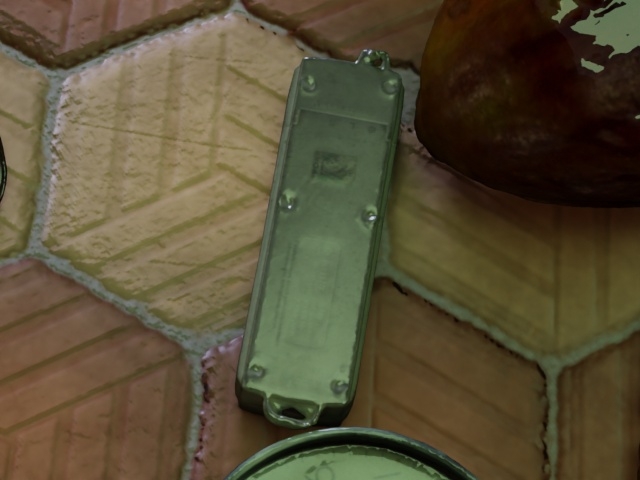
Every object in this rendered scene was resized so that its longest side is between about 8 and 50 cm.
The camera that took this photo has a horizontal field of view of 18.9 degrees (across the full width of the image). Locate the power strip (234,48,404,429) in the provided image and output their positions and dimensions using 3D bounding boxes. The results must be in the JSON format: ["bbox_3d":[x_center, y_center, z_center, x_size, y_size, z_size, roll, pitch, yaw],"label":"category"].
[{"bbox_3d":[0.001,0.000,1.250,0.078,0.052,0.272,10,67,-1],"label":"power strip"}]

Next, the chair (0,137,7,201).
[{"bbox_3d":[-0.316,-0.167,1.264,0.175,0.183,0.326,-9,112,-10],"label":"chair"}]

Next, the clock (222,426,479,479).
[{"bbox_3d":[0.019,0.223,1.154,0.226,0.049,0.226,1,67,-3],"label":"clock"}]

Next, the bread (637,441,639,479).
[{"bbox_3d":[0.264,0.138,1.194,0.134,0.081,0.225,7,65,-3],"label":"bread"}]

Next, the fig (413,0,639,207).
[{"bbox_3d":[0.191,-0.123,1.237,0.263,0.224,0.224,-27,71,-13],"label":"fig"}]
